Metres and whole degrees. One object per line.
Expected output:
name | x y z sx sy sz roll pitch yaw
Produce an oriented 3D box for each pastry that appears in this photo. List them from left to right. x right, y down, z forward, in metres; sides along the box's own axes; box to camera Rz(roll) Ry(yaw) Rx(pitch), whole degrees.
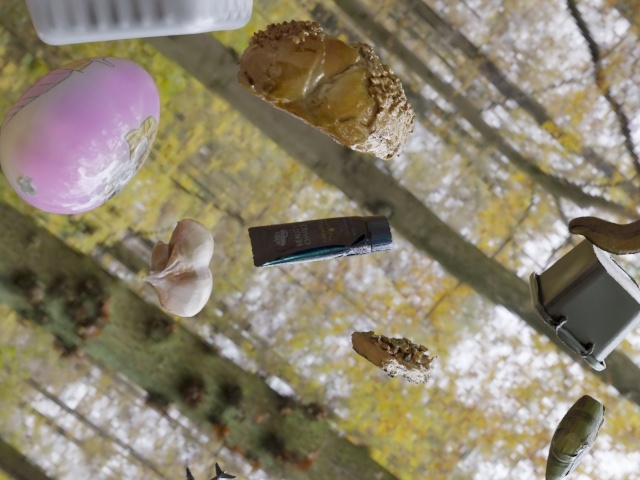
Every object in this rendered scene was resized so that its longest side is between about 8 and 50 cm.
pastry | 0.020 -0.259 1.828 0.162 0.310 0.255 -62 178 11

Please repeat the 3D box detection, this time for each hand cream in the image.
hand cream | 0.000 0.000 2.147 0.120 0.270 0.061 -103 -172 -48

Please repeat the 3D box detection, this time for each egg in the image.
egg | -0.333 -0.158 1.571 0.196 0.196 0.271 -27 -148 54

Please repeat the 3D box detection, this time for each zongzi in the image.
zongzi | 0.343 0.276 1.519 0.104 0.052 0.113 -40 151 -46

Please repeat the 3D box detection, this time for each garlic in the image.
garlic | -0.252 0.047 2.025 0.099 0.124 0.175 -95 -163 -85

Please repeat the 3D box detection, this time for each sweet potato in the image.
sweet potato | 0.511 -0.018 1.759 0.233 0.081 0.062 -10 -160 32

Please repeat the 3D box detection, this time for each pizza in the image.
pizza | 0.174 0.243 2.345 0.069 0.226 0.147 -66 -154 9

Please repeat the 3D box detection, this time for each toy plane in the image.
toy plane | -0.137 0.294 1.305 0.084 0.078 0.024 -35 142 -38

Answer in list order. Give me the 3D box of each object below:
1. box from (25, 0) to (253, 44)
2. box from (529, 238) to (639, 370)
box | -0.220 -0.304 1.383 0.336 0.106 0.264 -2 -169 20
box | 0.458 0.096 1.893 0.135 0.163 0.243 -45 -177 15
